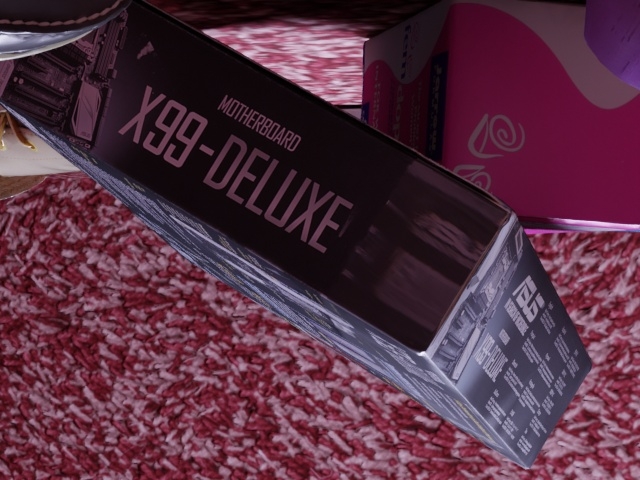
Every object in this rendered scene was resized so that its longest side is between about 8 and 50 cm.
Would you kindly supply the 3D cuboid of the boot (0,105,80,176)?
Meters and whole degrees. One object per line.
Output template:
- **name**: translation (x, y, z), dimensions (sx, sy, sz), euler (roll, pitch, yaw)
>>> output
- **boot**: translation (-0.194, -0.081, 1.100), dimensions (0.262, 0.095, 0.203), euler (1, -179, -30)

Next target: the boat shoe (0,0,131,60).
- **boat shoe**: translation (-0.128, -0.093, 0.525), dimensions (0.073, 0.080, 0.224), euler (9, 179, 42)

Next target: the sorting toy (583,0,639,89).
- **sorting toy**: translation (0.258, -0.084, 0.508), dimensions (0.366, 0.127, 0.126), euler (5, 150, -13)

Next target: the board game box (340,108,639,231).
- **board game box**: translation (0.136, -0.062, 1.681), dimensions (0.224, 0.097, 0.303), euler (2, 180, 34)

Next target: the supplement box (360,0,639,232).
- **supplement box**: translation (0.094, -0.062, 1.011), dimensions (0.114, 0.111, 0.220), euler (4, 178, -11)

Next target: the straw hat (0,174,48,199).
- **straw hat**: translation (-0.247, -0.096, 1.291), dimensions (0.145, 0.144, 0.061), euler (3, 138, -11)

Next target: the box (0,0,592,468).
- **box**: translation (0.000, 0.000, 0.925), dimensions (0.242, 0.076, 0.307), euler (30, 174, 21)
